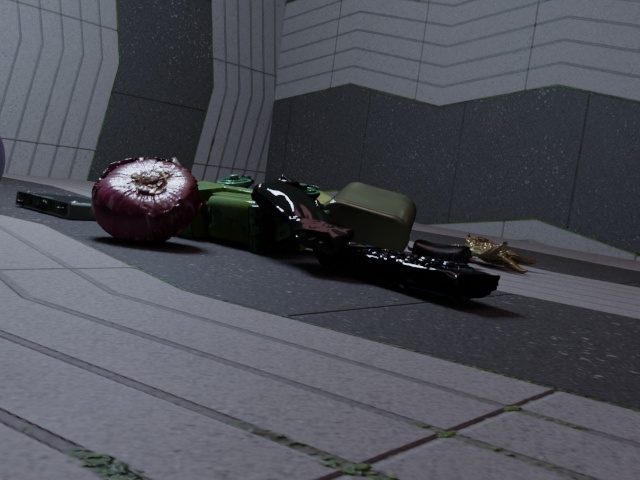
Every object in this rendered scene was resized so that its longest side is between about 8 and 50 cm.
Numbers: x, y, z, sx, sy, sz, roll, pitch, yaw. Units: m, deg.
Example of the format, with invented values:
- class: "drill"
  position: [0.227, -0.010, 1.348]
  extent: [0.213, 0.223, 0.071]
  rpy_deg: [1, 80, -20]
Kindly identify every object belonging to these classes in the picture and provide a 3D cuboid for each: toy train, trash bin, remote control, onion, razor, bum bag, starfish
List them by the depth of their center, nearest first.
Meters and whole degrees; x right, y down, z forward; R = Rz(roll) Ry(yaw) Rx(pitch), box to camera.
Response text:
- class: "remote control"
  position: [0.145, 0.053, 1.246]
  extent: [0.144, 0.062, 0.398]
  rpy_deg: [4, 5, -37]
- class: "bum bag"
  position: [-0.043, -0.051, 1.351]
  extent: [0.142, 0.080, 0.326]
  rpy_deg: [4, 23, -28]
- class: "onion"
  position: [-0.365, -0.068, 1.399]
  extent: [0.229, 0.164, 0.230]
  rpy_deg: [10, 37, -8]
- class: "toy train"
  position: [-0.175, -0.064, 1.593]
  extent: [0.396, 0.160, 0.253]
  rpy_deg: [12, 15, 32]
- class: "razor"
  position: [0.314, 0.033, 1.740]
  extent: [0.147, 0.054, 0.090]
  rpy_deg: [9, 5, 25]
- class: "trash bin"
  position: [0.130, -0.063, 1.776]
  extent: [0.243, 0.121, 0.247]
  rpy_deg: [16, 22, 9]
- class: "starfish"
  position: [0.444, 0.028, 1.847]
  extent: [0.301, 0.084, 0.293]
  rpy_deg: [8, 2, -44]

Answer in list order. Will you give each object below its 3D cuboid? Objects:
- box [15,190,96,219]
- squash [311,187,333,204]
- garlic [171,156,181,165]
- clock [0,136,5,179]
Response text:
- class: "box"
  position: [-0.655, -0.092, 1.756]
  extent: [0.270, 0.045, 0.210]
  rpy_deg: [12, 5, 39]
- class: "squash"
  position: [-0.006, -0.057, 1.971]
  extent: [0.220, 0.133, 0.220]
  rpy_deg: [32, 14, -9]
- class: "garlic"
  position: [-0.535, -0.188, 2.391]
  extent: [0.142, 0.178, 0.229]
  rpy_deg: [37, 22, -10]
- class: "clock"
  position: [-0.877, -0.240, 1.556]
  extent: [0.102, 0.339, 0.338]
  rpy_deg: [12, 6, 16]
